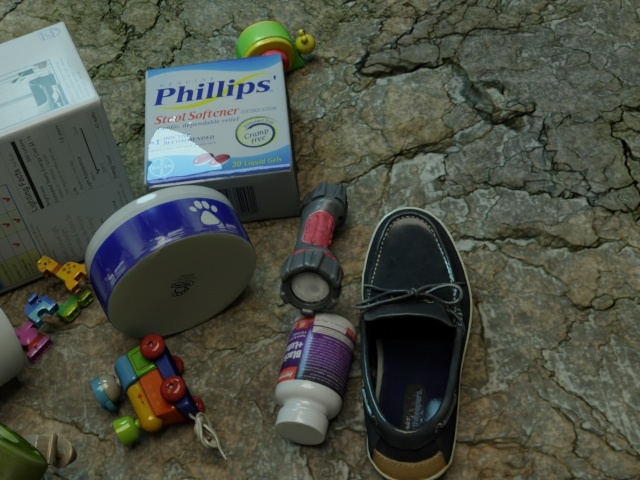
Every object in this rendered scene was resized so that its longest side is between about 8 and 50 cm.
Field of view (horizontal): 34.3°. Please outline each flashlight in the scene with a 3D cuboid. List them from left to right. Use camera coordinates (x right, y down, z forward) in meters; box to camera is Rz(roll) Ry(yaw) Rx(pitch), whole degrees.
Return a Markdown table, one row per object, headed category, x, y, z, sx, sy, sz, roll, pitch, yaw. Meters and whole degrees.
| category | x | y | z | sx | sy | sz | roll | pitch | yaw |
| --- | --- | --- | --- | --- | --- | --- | --- | --- | --- |
| flashlight | 0.000 | 0.000 | 1.730 | 0.103 | 0.103 | 0.304 | 5 | 33 | 6 |

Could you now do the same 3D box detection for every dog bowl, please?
| category | x | y | z | sx | sy | sz | roll | pitch | yaw |
| --- | --- | --- | --- | --- | --- | --- | --- | --- | --- |
| dog bowl | -0.242 | 0.038 | 1.690 | 0.265 | 0.265 | 0.104 | -24 | 58 | -11 |

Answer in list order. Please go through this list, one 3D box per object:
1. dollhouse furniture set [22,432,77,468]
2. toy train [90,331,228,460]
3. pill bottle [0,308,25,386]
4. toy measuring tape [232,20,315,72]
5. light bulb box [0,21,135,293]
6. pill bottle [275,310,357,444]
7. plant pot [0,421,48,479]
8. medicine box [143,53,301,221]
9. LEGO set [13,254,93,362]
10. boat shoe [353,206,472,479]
| category | x | y | z | sx | sy | sz | roll | pitch | yaw |
| --- | --- | --- | --- | --- | --- | --- | --- | --- | --- |
| dollhouse furniture set | -0.449 | 0.460 | 1.549 | 0.355 | 0.174 | 0.303 | -13 | 62 | 33 |
| toy train | -0.259 | 0.278 | 1.627 | 0.143 | 0.105 | 0.248 | -31 | 57 | -3 |
| pill bottle | -0.670 | 0.233 | 1.591 | 0.224 | 0.224 | 0.392 | 34 | 51 | 26 |
| toy measuring tape | -0.168 | -0.361 | 2.065 | 0.330 | 0.121 | 0.121 | -17 | 54 | -6 |
| light bulb box | -0.532 | -0.122 | 1.779 | 0.361 | 0.358 | 0.225 | -23 | 53 | -12 |
| pill bottle | -0.011 | 0.217 | 1.633 | 0.108 | 0.108 | 0.193 | 7 | 55 | 11 |
| plant pot | -0.553 | 0.375 | 1.353 | 0.366 | 0.366 | 0.353 | 28 | 76 | 23 |
| medicine box | -0.182 | -0.182 | 1.915 | 0.263 | 0.149 | 0.289 | -7 | 55 | 1 |
| LEGO set | -0.459 | 0.086 | 1.789 | 0.093 | 0.087 | 0.227 | 29 | 61 | 23 |
| boat shoe | 0.148 | 0.135 | 1.650 | 0.186 | 0.156 | 0.500 | 0 | 53 | 8 |
